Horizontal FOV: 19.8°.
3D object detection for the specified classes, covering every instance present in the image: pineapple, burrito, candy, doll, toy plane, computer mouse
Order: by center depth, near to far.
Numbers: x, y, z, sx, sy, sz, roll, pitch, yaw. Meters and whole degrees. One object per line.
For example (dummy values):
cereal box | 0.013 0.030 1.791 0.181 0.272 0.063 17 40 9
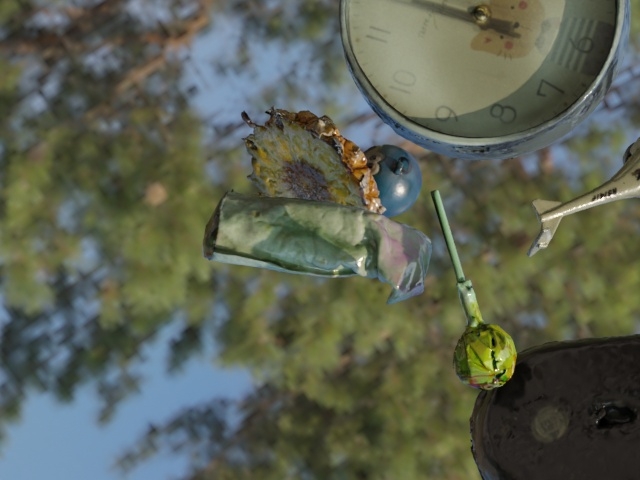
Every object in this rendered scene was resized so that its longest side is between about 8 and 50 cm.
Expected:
candy | 0.132 0.045 1.703 0.062 0.194 0.058 -10 169 -41
computer mouse | 0.300 0.173 1.703 0.323 0.116 0.183 -6 -106 19
burrito | 0.000 0.000 1.877 0.229 0.089 0.144 9 -166 6
toy plane | 0.340 -0.064 1.961 0.286 0.108 0.092 -19 162 -18
pineapple | -0.009 -0.076 2.174 0.221 0.221 0.047 -3 -149 49
doll | 0.072 -0.065 2.222 0.152 0.085 0.114 135 -23 -67

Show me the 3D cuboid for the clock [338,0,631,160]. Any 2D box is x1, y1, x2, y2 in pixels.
clock | 0.124 -0.174 1.404 0.226 0.226 0.049 -32 167 1
